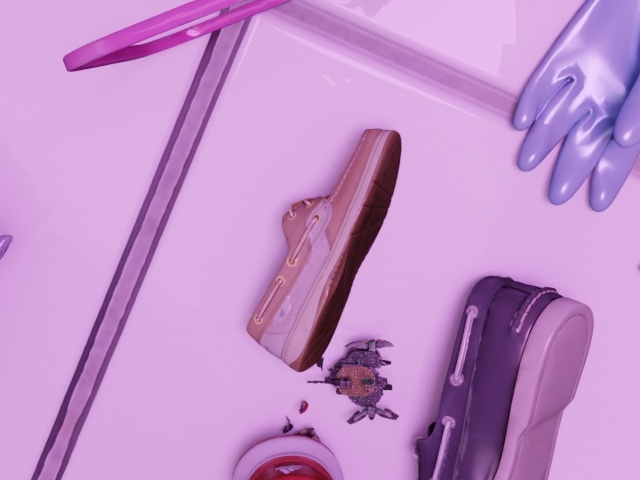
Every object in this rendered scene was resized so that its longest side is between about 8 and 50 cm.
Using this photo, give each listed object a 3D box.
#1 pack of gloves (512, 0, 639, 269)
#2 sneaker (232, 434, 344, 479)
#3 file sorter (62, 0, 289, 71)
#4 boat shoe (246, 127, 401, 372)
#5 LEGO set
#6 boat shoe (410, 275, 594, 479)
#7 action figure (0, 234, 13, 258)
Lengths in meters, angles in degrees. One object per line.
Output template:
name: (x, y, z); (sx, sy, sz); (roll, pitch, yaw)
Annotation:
pack of gloves: (0.228, -0.082, 0.517); (0.195, 0.046, 0.232); (34, 99, -7)
sneaker: (-0.008, 0.227, 0.524); (0.087, 0.128, 0.221); (-13, 107, 1)
file sorter: (-0.062, -0.229, 0.400); (0.182, 0.202, 0.291); (-20, 102, 5)
boat shoe: (0.000, 0.000, 0.524); (0.045, 0.050, 0.135); (25, 93, 18)
LEGO set: (0.014, 0.083, 0.558); (0.083, 0.023, 0.054); (-32, 99, 18)
boat shoe: (0.087, 0.117, 0.556); (0.065, 0.075, 0.206); (28, 110, 36)
action figure: (-0.346, -0.020, 0.443); (0.370, 0.248, 0.276); (31, 126, -18)
